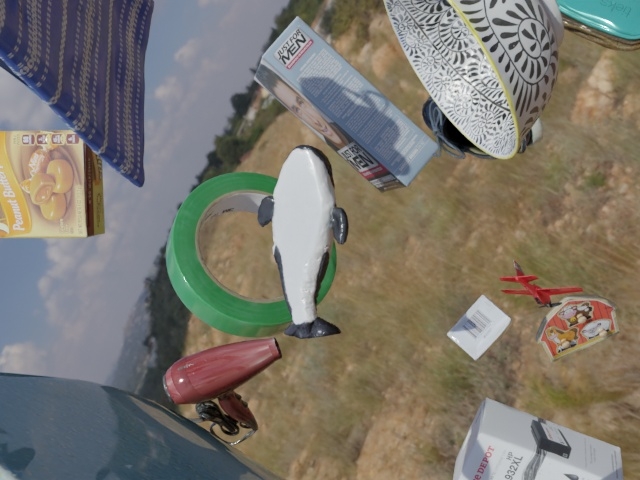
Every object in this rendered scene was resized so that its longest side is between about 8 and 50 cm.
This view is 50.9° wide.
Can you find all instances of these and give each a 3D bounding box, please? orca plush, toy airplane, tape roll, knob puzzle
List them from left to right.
[{"bbox_3d":[-0.130,0.024,1.291,0.077,0.321,0.321,-52,17,54],"label":"tape roll"},{"bbox_3d":[0.000,0.000,1.018,0.151,0.287,0.102,-10,5,32],"label":"orca plush"},{"bbox_3d":[0.366,0.082,1.154,0.151,0.151,0.028,-43,25,63],"label":"toy airplane"},{"bbox_3d":[0.579,0.193,1.513,0.213,0.213,0.030,-58,28,30],"label":"knob puzzle"}]

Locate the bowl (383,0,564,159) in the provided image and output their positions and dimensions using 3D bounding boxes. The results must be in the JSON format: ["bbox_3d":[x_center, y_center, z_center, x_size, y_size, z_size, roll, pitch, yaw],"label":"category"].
[{"bbox_3d":[0.123,-0.152,0.497,0.080,0.170,0.170,-35,12,0],"label":"bowl"}]

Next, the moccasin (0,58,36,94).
[{"bbox_3d":[-0.359,-0.278,0.768,0.117,0.342,0.137,-12,56,44],"label":"moccasin"}]

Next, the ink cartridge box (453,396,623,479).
[{"bbox_3d":[0.469,0.517,1.483,0.129,0.307,0.223,-54,-19,-58],"label":"ink cartridge box"}]

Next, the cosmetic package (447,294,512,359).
[{"bbox_3d":[0.352,0.194,1.464,0.117,0.085,0.231,-48,-20,5],"label":"cosmetic package"}]

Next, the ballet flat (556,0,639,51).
[{"bbox_3d":[0.344,-0.375,1.000,0.116,0.342,0.124,-62,-17,11],"label":"ballet flat"}]

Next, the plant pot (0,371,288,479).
[{"bbox_3d":[-0.117,0.227,0.401,0.252,0.247,0.247,14,-85,-60],"label":"plant pot"}]

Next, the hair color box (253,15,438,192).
[{"bbox_3d":[0.046,-0.264,1.373,0.113,0.374,0.185,-50,8,-7],"label":"hair color box"}]

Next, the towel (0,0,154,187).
[{"bbox_3d":[-0.220,-0.226,0.550,0.336,0.040,0.243,60,-158,-61],"label":"towel"}]

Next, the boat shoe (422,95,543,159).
[{"bbox_3d":[0.195,-0.157,0.912,0.079,0.095,0.254,-28,28,-10],"label":"boat shoe"}]

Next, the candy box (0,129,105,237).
[{"bbox_3d":[-0.545,-0.096,1.170,0.087,0.316,0.182,-55,-35,-85],"label":"candy box"}]

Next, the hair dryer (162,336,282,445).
[{"bbox_3d":[-0.164,0.248,1.125,0.293,0.224,0.080,-48,48,32],"label":"hair dryer"}]
